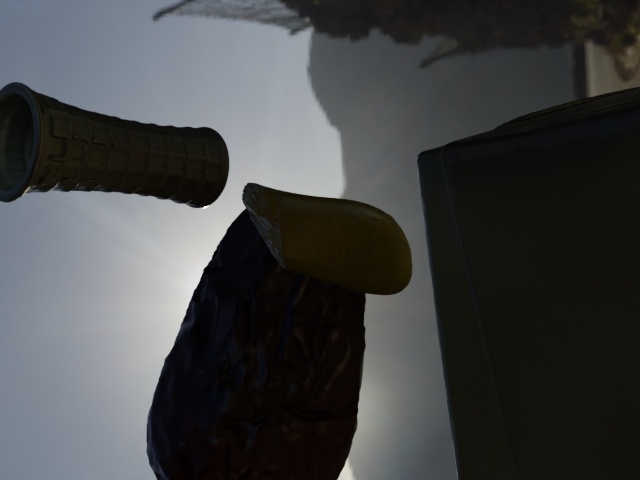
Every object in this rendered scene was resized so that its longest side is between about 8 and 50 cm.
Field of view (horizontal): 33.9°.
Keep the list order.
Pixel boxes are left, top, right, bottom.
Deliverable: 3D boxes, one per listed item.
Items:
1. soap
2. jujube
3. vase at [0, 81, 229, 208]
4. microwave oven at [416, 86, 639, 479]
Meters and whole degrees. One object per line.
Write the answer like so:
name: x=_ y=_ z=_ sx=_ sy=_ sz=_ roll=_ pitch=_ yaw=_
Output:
soap: x=0.000 y=0.000 z=0.874 sx=0.033 sy=0.168 sz=0.089 roll=-43 pitch=-46 yaw=-46
jujube: x=-0.058 y=0.123 z=1.101 sx=0.216 sy=0.216 sz=0.342 roll=44 pitch=-121 yaw=-72
vase: x=-0.262 y=-0.107 z=1.340 sx=0.298 sy=0.143 sz=0.143 roll=5 pitch=-98 yaw=-43
microwave oven: x=0.288 y=0.014 z=0.591 sx=0.394 sy=0.333 sz=0.247 roll=-20 pitch=-81 yaw=-48
